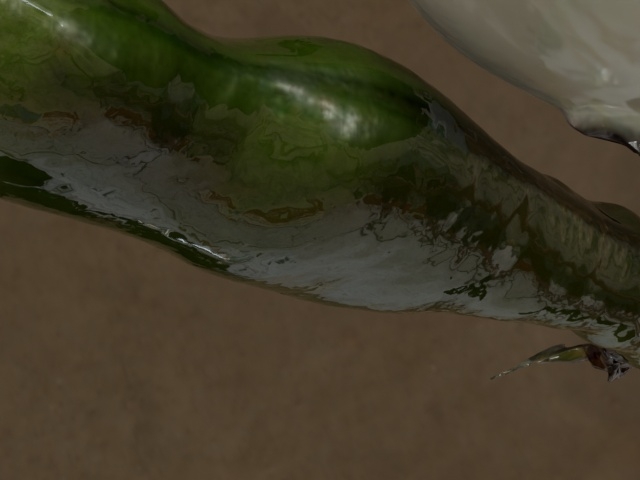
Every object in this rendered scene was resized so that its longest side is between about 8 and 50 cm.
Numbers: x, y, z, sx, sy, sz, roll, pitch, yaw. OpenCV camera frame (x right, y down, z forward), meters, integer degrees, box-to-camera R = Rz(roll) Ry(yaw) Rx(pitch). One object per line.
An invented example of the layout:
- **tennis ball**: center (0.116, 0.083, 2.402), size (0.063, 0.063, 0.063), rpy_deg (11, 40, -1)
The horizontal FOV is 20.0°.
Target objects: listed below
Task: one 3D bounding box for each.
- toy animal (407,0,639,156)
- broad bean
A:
- **toy animal**: center (0.077, -0.117, 0.375), size (0.179, 0.138, 0.166), rpy_deg (-49, 137, -19)
- **broad bean**: center (0.009, -0.004, 0.470), size (0.098, 0.056, 0.318), rpy_deg (-21, 150, 29)
